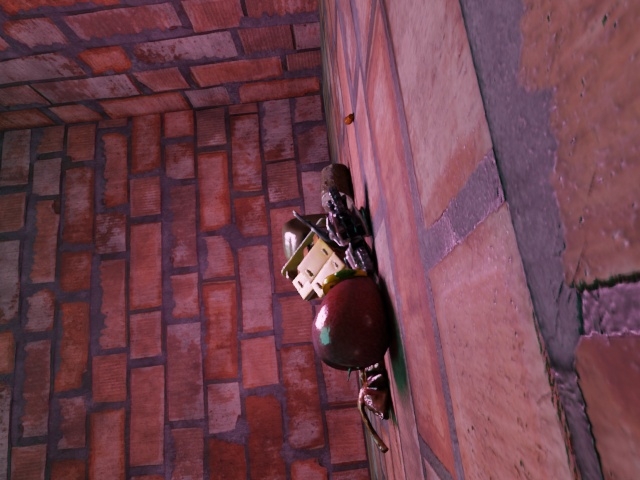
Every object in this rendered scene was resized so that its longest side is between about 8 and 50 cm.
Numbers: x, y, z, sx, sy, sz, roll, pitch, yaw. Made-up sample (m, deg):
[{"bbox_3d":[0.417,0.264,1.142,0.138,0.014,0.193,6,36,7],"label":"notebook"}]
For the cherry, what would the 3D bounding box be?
[{"bbox_3d":[0.091,0.242,1.147,0.261,0.221,0.307,99,-175,-67],"label":"cherry"}]

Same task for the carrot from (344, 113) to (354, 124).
[{"bbox_3d":[0.105,-0.441,1.461,0.093,0.032,0.032,-134,37,-82],"label":"carrot"}]

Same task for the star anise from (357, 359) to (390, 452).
[{"bbox_3d":[0.175,0.505,1.371,0.292,0.109,0.349,48,-145,-80],"label":"star anise"}]

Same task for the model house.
[{"bbox_3d":[-0.036,0.085,1.498,0.300,0.340,0.323,-52,16,12],"label":"model house"}]

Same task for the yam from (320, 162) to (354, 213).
[{"bbox_3d":[0.071,-0.246,1.873,0.154,0.154,0.254,83,-177,-55],"label":"yam"}]

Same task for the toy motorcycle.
[{"bbox_3d":[0.102,-0.022,1.363,0.188,0.143,0.326,80,167,-74],"label":"toy motorcycle"}]

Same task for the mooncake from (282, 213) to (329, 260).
[{"bbox_3d":[0.000,0.000,1.815,0.351,0.352,0.187,-95,0,-70],"label":"mooncake"}]

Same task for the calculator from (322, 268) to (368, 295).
[{"bbox_3d":[0.076,0.135,1.265,0.235,0.146,0.032,89,169,-63],"label":"calculator"}]
